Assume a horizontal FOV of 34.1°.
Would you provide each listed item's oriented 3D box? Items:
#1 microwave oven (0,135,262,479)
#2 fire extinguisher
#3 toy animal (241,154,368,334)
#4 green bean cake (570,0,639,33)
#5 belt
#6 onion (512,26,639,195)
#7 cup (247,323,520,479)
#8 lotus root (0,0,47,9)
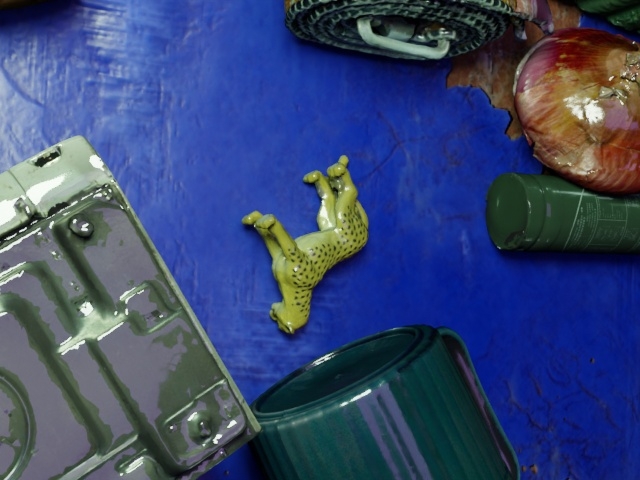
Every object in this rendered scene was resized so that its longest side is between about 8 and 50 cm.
[{"bbox_3d":[-0.307,0.141,0.896,0.394,0.247,0.333,-34,99,-23],"label":"microwave oven"},{"bbox_3d":[0.358,-0.024,1.304,0.311,0.095,0.114,0,118,-24],"label":"fire extinguisher"},{"bbox_3d":[0.000,0.000,1.155,0.181,0.073,0.136,-39,111,-35],"label":"toy animal"},{"bbox_3d":[0.403,-0.434,1.312,0.300,0.169,0.307,19,78,-24],"label":"green bean cake"},{"bbox_3d":[0.094,-0.276,1.138,0.295,0.207,0.160,5,80,-40],"label":"belt"},{"bbox_3d":[0.348,-0.174,1.249,0.230,0.163,0.229,8,52,-11],"label":"onion"},{"bbox_3d":[0.101,0.246,1.084,0.308,0.242,0.292,-29,96,-21],"label":"cup"},{"bbox_3d":[-0.314,-0.312,0.966,0.180,0.188,0.199,-13,94,-11],"label":"lotus root"}]
